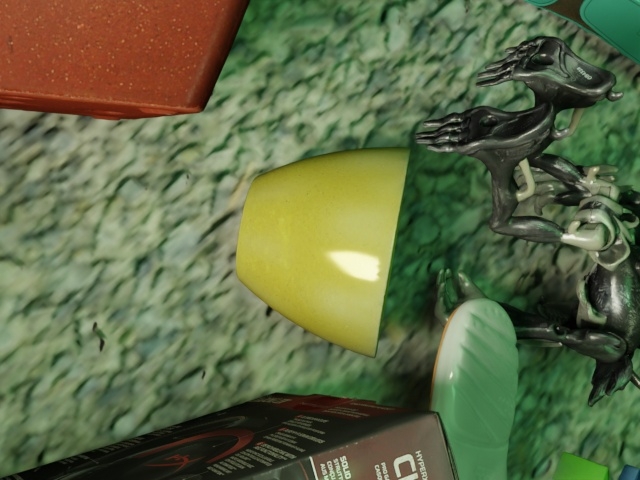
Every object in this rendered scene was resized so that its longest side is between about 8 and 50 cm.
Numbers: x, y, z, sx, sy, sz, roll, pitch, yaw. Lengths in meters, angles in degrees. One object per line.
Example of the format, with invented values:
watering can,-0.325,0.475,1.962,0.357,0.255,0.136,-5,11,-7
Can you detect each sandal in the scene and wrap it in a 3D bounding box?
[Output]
sandal,0.075,0.166,0.641,0.102,0.076,0.265,6,91,-46

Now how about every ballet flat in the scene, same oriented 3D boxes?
ballet flat,0.205,-0.217,0.761,0.247,0.083,0.087,28,48,-18

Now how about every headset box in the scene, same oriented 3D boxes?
headset box,-0.074,0.164,0.499,0.293,0.218,0.110,-14,90,-25

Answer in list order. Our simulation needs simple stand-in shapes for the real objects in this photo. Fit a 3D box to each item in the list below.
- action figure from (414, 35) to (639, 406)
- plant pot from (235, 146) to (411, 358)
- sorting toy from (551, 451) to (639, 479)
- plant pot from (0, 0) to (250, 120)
action figure,0.164,-0.001,0.676,0.164,0.141,0.276,-53,130,-29
plant pot,0.000,0.000,0.616,0.095,0.134,0.134,10,78,5
sorting toy,0.127,0.296,0.634,0.348,0.047,0.196,-62,144,-19
plant pot,-0.161,-0.187,0.501,0.267,0.267,0.236,3,94,-23
